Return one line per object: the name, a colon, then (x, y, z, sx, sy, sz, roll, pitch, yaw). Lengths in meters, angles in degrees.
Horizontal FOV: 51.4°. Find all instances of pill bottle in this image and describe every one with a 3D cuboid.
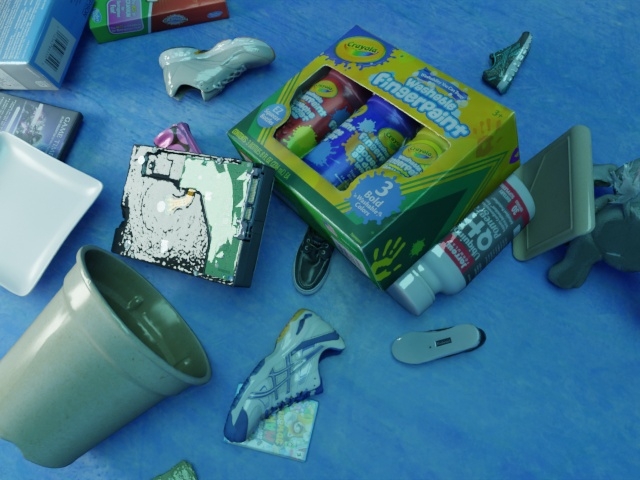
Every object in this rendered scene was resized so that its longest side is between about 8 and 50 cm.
pill bottle: (0.261, -0.004, 1.333, 0.318, 0.176, 0.176, -43, 78, -9)

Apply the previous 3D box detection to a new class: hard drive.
hard drive: (-0.257, -0.055, 1.310, 0.339, 0.064, 0.237, 11, 90, 33)

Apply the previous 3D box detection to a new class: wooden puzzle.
wooden puzzle: (0.467, -0.087, 1.335, 0.044, 0.238, 0.221, 9, 73, -15)

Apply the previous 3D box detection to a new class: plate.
plate: (-0.625, -0.056, 1.367, 0.277, 0.045, 0.278, 27, 74, 11)

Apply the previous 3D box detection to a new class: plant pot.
plant pot: (-0.423, 0.233, 1.215, 0.305, 0.334, 0.334, -43, 78, 0)

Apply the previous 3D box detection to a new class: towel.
towel: (-0.267, 0.506, 1.261, 0.110, 0.027, 0.148, -28, 77, -7)

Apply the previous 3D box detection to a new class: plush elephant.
plush elephant: (0.627, -0.051, 1.320, 0.272, 0.330, 0.255, 14, 38, 33)

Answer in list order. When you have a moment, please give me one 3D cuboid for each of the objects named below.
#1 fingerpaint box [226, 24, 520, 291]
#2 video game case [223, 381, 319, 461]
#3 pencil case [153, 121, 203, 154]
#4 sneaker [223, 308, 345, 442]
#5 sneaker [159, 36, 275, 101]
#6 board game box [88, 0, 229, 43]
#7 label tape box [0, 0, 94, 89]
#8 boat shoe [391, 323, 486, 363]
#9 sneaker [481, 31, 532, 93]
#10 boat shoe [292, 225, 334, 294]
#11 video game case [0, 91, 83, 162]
fingerpaint box: (0.094, -0.184, 1.304, 0.371, 0.163, 0.445, -41, 53, -8)
video game case: (-0.097, 0.357, 1.311, 0.166, 0.015, 0.119, 13, 74, 4)
pencil case: (-0.274, -0.156, 1.421, 0.095, 0.098, 0.209, -24, 74, -37)
sneaker: (-0.063, 0.274, 1.275, 0.131, 0.112, 0.296, 34, 70, 7)
sneaker: (-0.227, -0.375, 1.497, 0.262, 0.099, 0.121, -8, 81, 5)
board game box: (-0.395, -0.615, 1.574, 0.316, 0.064, 0.242, -13, 74, -4)
label tape box: (-0.709, -0.474, 1.497, 0.347, 0.115, 0.249, 6, 72, 24)
boat shoe: (0.240, 0.211, 1.334, 0.183, 0.083, 0.065, -15, 72, 24)
sneaker: (0.426, -0.419, 1.519, 0.076, 0.065, 0.166, 29, 74, 12)
boat shoe: (0.000, 0.000, 1.385, 0.080, 0.076, 0.228, 22, 75, 6)
video game case: (-0.688, -0.228, 1.469, 0.274, 0.026, 0.196, 15, 72, 7)
